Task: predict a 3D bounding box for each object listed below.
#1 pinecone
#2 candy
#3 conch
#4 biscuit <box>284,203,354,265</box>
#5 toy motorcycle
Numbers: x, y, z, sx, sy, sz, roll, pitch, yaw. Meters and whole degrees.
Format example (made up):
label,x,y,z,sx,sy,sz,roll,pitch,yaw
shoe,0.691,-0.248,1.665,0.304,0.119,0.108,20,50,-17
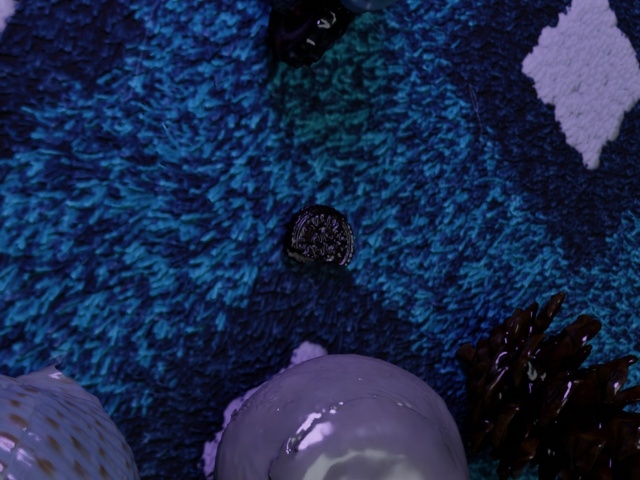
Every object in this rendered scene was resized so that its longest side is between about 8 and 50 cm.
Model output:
label,x,y,z,sx,sy,sz,roll,pitch,yaw
pinecone,0.303,0.203,1.119,0.309,0.244,0.244,30,70,15
candy,0.025,0.258,0.990,0.296,0.185,0.295,8,72,-25
conch,-0.298,0.220,0.748,0.303,0.215,0.319,35,62,6
biscuit,0.000,0.000,1.066,0.087,0.027,0.089,-43,112,-25
toy motorcycle,0.057,-0.381,0.974,0.172,0.232,0.416,22,79,-27
